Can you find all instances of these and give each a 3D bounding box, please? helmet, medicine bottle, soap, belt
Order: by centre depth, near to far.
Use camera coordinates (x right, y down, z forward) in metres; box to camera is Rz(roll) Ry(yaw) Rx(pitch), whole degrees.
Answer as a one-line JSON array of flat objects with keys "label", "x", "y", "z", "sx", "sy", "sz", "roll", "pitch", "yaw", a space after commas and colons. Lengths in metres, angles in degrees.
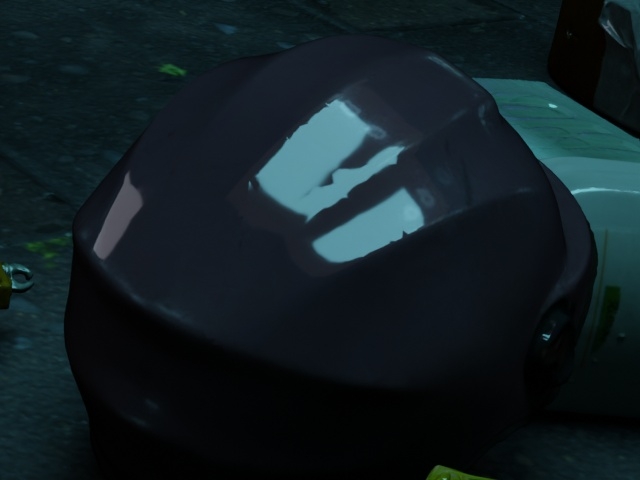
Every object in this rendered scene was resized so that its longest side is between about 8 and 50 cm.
[{"label": "helmet", "x": 0.000, "y": 0.000, "z": 1.099, "sx": 0.271, "sy": 0.197, "sz": 0.338, "roll": 32, "pitch": 65, "yaw": 29}, {"label": "medicine bottle", "x": 0.259, "y": 0.039, "z": 1.293, "sx": 0.296, "sy": 0.161, "sz": 0.111, "roll": 6, "pitch": 23, "yaw": -13}, {"label": "soap", "x": 0.186, "y": -0.045, "z": 1.541, "sx": 0.150, "sy": 0.094, "sz": 0.261, "roll": -6, "pitch": 27, "yaw": -32}, {"label": "belt", "x": 0.353, "y": -0.174, "z": 1.874, "sx": 0.217, "sy": 0.122, "sz": 0.338, "roll": -2, "pitch": 26, "yaw": -29}]

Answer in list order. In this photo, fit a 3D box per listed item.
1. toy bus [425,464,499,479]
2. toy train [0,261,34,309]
[{"label": "toy bus", "x": 0.126, "y": 0.194, "z": 0.906, "sx": 0.331, "sy": 0.145, "sz": 0.151, "roll": 11, "pitch": 20, "yaw": -4}, {"label": "toy train", "x": -0.279, "y": 0.000, "z": 1.209, "sx": 0.219, "sy": 0.127, "sz": 0.089, "roll": 2, "pitch": 24, "yaw": -21}]
